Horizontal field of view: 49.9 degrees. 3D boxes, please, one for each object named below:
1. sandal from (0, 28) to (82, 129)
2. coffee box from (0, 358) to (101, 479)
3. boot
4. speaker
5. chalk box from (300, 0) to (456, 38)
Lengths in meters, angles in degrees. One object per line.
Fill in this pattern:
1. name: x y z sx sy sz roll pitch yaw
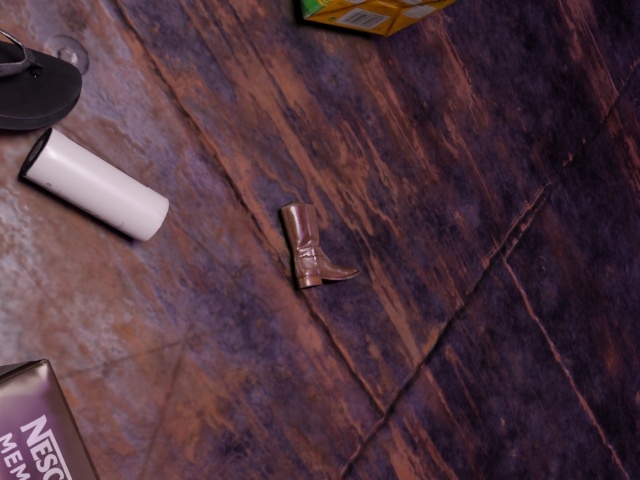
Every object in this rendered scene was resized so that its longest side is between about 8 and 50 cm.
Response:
1. sandal: -0.326 -0.159 0.591 0.254 0.054 0.097 7 53 -41
2. coffee box: -0.316 0.223 0.483 0.297 0.119 0.168 -26 97 -42
3. boot: 0.000 0.000 0.884 0.106 0.037 0.114 -6 79 -45
4. speaker: -0.220 -0.052 0.681 0.136 0.055 0.055 34 59 -31
5. chalk box: 0.074 -0.454 0.928 0.180 0.179 0.289 -4 83 -43
